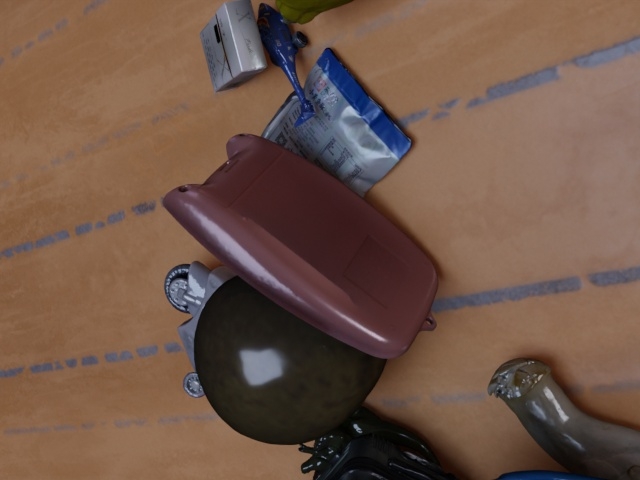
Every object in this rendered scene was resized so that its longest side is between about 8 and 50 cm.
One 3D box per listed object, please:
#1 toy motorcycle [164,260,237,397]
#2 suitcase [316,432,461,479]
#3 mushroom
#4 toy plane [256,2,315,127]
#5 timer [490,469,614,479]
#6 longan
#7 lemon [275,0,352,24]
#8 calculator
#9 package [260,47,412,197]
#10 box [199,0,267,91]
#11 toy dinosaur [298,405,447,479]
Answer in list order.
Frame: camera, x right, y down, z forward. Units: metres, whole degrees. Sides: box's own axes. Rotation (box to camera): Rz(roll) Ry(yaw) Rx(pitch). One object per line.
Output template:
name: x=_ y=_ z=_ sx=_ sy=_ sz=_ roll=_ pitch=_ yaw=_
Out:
toy motorcycle: x=-0.117 y=0.140 z=1.098 sx=0.170 sy=0.110 sz=0.260 roll=-22 pitch=95 yaw=23
suitcase: x=0.054 y=0.401 z=0.993 sx=0.202 sy=0.128 sz=0.312 roll=29 pitch=122 yaw=-8
mushroom: x=0.285 y=0.213 z=0.849 sx=0.223 sy=0.081 sz=0.092 roll=38 pitch=144 yaw=24
toy plane: x=-0.045 y=-0.222 z=0.959 sx=0.054 sy=0.062 sz=0.167 roll=-30 pitch=80 yaw=36
timer: x=0.263 y=0.354 z=0.779 sx=0.340 sy=0.115 sz=0.309 roll=11 pitch=133 yaw=-3
longan: x=-0.039 y=0.140 z=0.950 sx=0.246 sy=0.246 sz=0.215 roll=-1 pitch=58 yaw=35
lemon: x=0.003 y=-0.350 z=0.824 sx=0.184 sy=0.184 sz=0.248 roll=26 pitch=122 yaw=27
calculator: x=0.000 y=0.000 z=0.880 sx=0.329 sy=0.220 sz=0.048 roll=35 pitch=128 yaw=0
package: x=0.013 y=-0.124 z=0.978 sx=0.171 sy=0.027 sz=0.173 roll=53 pitch=123 yaw=15
box: x=-0.112 y=-0.242 z=0.976 sx=0.154 sy=0.040 sz=0.084 roll=-177 pitch=74 yaw=-71
toy dinosaur: x=0.067 y=0.285 z=1.060 sx=0.178 sy=0.087 sz=0.187 roll=25 pitch=142 yaw=-14
